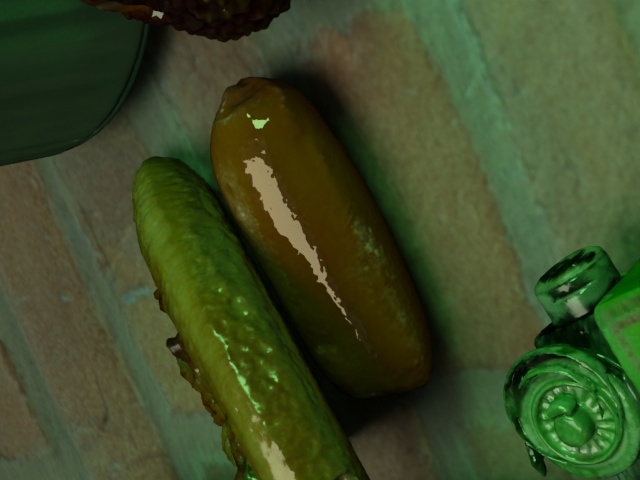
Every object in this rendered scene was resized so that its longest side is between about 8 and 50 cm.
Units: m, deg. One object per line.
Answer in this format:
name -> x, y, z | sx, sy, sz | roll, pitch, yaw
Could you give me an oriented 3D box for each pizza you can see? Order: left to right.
pizza -> -0.059, 0.063, 1.041 | 0.268, 0.087, 0.258 | 64, 174, -3

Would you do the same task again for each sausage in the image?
sausage -> 0.000, 0.000, 1.040 | 0.098, 0.098, 0.238 | -20, 99, 45

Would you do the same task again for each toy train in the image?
toy train -> 0.227, 0.101, 0.880 | 0.188, 0.132, 0.243 | -31, 94, 41

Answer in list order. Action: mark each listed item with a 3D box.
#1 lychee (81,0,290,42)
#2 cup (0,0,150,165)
lychee -> -0.087, -0.217, 0.945 | 0.188, 0.188, 0.188 | 20, 125, 32
cup -> -0.367, -0.202, 1.043 | 0.401, 0.392, 0.310 | 48, 129, 16
